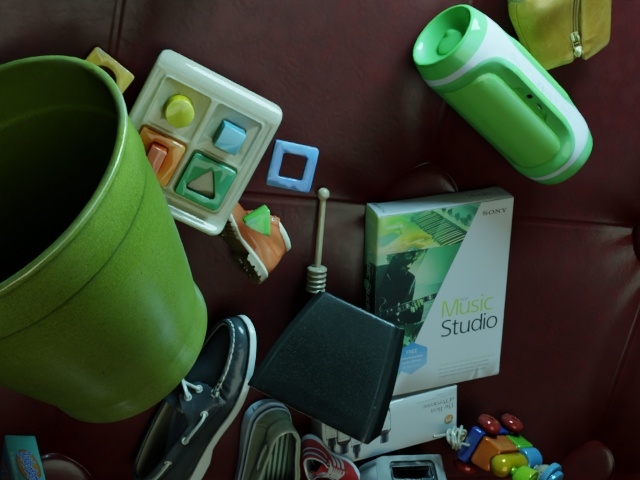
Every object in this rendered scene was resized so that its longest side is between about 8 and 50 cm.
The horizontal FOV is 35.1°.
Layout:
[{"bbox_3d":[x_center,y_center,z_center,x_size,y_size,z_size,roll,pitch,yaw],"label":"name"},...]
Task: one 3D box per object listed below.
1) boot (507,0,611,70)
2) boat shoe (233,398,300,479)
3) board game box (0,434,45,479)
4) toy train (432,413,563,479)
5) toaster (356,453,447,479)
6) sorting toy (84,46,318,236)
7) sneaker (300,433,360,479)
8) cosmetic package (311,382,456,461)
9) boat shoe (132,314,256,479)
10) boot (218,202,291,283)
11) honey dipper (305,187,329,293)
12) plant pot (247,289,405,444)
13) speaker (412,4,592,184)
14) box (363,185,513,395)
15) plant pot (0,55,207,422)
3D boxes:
[{"bbox_3d":[0.401,-0.384,1.460,0.295,0.104,0.211,-29,126,-3],"label":"boot"},{"bbox_3d":[-0.085,0.398,1.598,0.109,0.094,0.302,-8,115,-20],"label":"boat shoe"},{"bbox_3d":[-0.429,0.405,1.417,0.047,0.160,0.210,6,111,-26],"label":"board game box"},{"bbox_3d":[0.296,0.368,1.677,0.248,0.143,0.105,13,108,-53],"label":"toy train"},{"bbox_3d":[0.129,0.440,1.651,0.185,0.168,0.110,7,150,-32],"label":"toaster"},{"bbox_3d":[-0.168,-0.123,1.315,0.347,0.047,0.196,25,99,-18],"label":"sorting toy"},{"bbox_3d":[0.015,0.357,1.570,0.118,0.067,0.042,39,109,-17],"label":"sneaker"},{"bbox_3d":[0.105,0.292,1.651,0.239,0.060,0.099,-12,118,-18],"label":"cosmetic package"},{"bbox_3d":[-0.185,0.241,1.474,0.091,0.114,0.303,13,106,-33],"label":"boat shoe"},{"bbox_3d":[-0.102,-0.025,1.431,0.084,0.059,0.158,-42,118,-24],"label":"boot"},{"bbox_3d":[0.000,0.000,1.495,0.030,0.030,0.161,-2,110,-22],"label":"honey dipper"},{"bbox_3d":[0.028,0.174,1.471,0.187,0.188,0.167,24,89,11],"label":"plant pot"},{"bbox_3d":[0.266,-0.205,1.458,0.296,0.131,0.131,37,95,-32],"label":"speaker"},{"bbox_3d":[0.181,0.083,1.591,0.232,0.058,0.322,-9,114,-19],"label":"box"},{"bbox_3d":[-0.311,0.034,1.209,0.366,0.366,0.353,-36,138,-5],"label":"plant pot"}]
